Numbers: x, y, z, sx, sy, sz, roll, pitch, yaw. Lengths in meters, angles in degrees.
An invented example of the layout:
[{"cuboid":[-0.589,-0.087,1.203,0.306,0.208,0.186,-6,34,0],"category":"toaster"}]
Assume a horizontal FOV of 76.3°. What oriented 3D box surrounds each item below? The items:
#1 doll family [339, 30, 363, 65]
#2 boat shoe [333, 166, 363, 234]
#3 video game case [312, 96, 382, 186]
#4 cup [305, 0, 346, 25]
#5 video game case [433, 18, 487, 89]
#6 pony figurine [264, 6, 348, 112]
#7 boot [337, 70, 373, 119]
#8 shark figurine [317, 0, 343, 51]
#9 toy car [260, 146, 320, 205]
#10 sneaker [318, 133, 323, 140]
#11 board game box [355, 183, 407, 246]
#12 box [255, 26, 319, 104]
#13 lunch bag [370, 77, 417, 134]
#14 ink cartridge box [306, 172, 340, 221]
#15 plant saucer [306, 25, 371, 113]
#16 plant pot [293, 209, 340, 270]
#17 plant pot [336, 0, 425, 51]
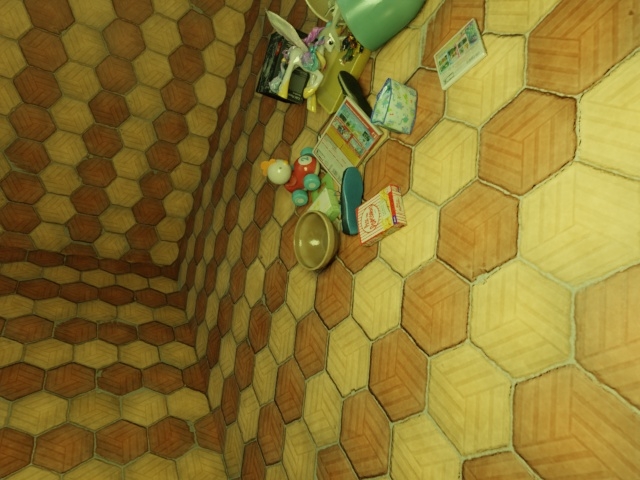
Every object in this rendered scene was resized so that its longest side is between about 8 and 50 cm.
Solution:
[{"cuboid":[0.124,-0.754,1.554,0.111,0.076,0.193,-47,41,47],"category":"doll family"},{"cuboid":[0.096,-0.149,1.534,0.089,0.109,0.259,-15,66,59],"category":"boat shoe"},{"cuboid":[0.095,-0.377,1.585,0.204,0.025,0.285,53,133,16],"category":"video game case"},{"cuboid":[0.111,-1.081,1.635,0.331,0.331,0.237,-29,20,51],"category":"cup"},{"cuboid":[0.418,-0.560,1.231,0.157,0.019,0.143,-35,52,49],"category":"video game case"},{"cuboid":[-0.082,-0.780,1.728,0.351,0.302,0.364,31,109,17],"category":"pony figurine"},{"cuboid":[0.097,-0.527,1.616,0.178,0.085,0.237,-38,75,50],"category":"boot"},{"cuboid":[0.087,-0.851,1.519,0.166,0.116,0.278,-42,34,48],"category":"shark figurine"},{"cuboid":[-0.145,-0.312,1.815,0.210,0.237,0.219,-48,38,40],"category":"toy car"},{"cuboid":[0.023,-0.437,1.805,0.043,0.040,0.109,-39,51,24],"category":"sneaker"},{"cuboid":[0.204,-0.082,1.398,0.193,0.045,0.147,-36,52,48],"category":"board game box"},{"cuboid":[-0.177,-0.879,2.074,0.343,0.178,0.313,43,118,63],"category":"box"},{"cuboid":[0.251,-0.445,1.356,0.096,0.128,0.151,30,107,56],"category":"lunch bag"},{"cuboid":[0.001,-0.167,1.737,0.171,0.056,0.235,-47,46,41],"category":"ink cartridge box"},{"cuboid":[0.086,-0.740,1.750,0.333,0.080,0.333,-60,37,26],"category":"plant saucer"},{"cuboid":[0.000,0.000,1.619,0.237,0.109,0.238,-2,87,52],"category":"plant pot"},{"cuboid":[0.221,-0.850,1.398,0.235,0.293,0.293,-17,65,36],"category":"plant pot"}]
